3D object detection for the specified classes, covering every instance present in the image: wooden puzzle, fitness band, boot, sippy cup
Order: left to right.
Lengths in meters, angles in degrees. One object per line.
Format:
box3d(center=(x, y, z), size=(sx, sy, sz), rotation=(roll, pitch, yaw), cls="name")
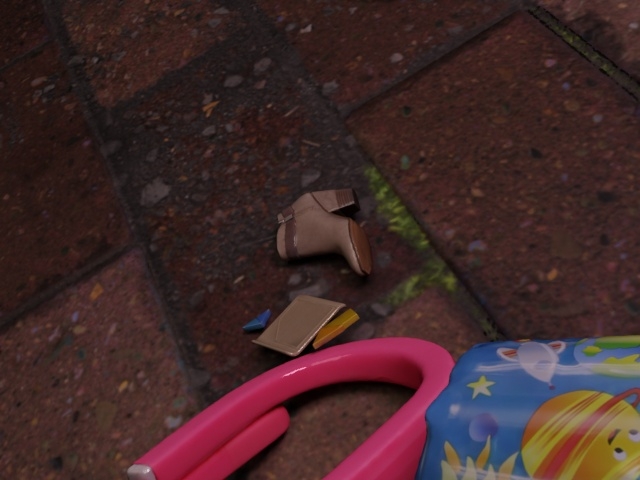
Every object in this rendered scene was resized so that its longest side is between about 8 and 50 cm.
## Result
box3d(center=(-0.017, 0.150, 0.652), size=(0.209, 0.054, 0.291), rotation=(-10, 15, 41), cls="fitness band")
box3d(center=(-0.018, 0.077, 0.811), size=(0.078, 0.014, 0.116), rotation=(-38, 26, -19), cls="wooden puzzle")
box3d(center=(0.000, 0.000, 0.868), size=(0.087, 0.042, 0.118), rotation=(-23, 45, 17), cls="boot")
box3d(center=(0.180, 0.150, 0.507), size=(0.224, 0.305, 0.240), rotation=(3, 73, 28), cls="sippy cup")
